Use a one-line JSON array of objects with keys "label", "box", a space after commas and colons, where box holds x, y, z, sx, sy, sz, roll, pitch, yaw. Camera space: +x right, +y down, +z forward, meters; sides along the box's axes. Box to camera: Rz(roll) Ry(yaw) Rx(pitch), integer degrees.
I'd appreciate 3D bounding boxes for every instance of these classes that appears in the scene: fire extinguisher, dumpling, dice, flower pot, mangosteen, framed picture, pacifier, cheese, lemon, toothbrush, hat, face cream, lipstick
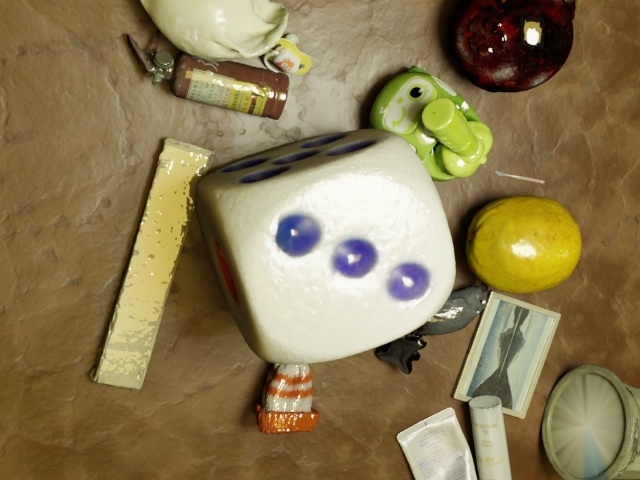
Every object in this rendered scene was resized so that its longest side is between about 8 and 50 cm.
[{"label": "fire extinguisher", "box": [-0.178, -0.257, 1.412, 0.252, 0.106, 0.075, 11, 133, -16]}, {"label": "dumpling", "box": [-0.157, -0.353, 1.360, 0.252, 0.131, 0.179, 29, 49, 13]}, {"label": "dice", "box": [0.000, 0.000, 1.364, 0.304, 0.304, 0.276, -20, 103, -13]}, {"label": "flower pot", "box": [0.539, 0.334, 1.631, 0.203, 0.212, 0.212, 10, 95, -27]}, {"label": "mangosteen", "box": [0.309, -0.332, 1.469, 0.210, 0.210, 0.209, -2, 98, -16]}, {"label": "framed picture", "box": [0.332, 0.204, 1.639, 0.150, 0.015, 0.203, 19, 92, -17]}, {"label": "pacifier", "box": [-0.053, -0.296, 1.446, 0.083, 0.068, 0.064, 35, 53, -34]}, {"label": "cheese", "box": [-0.263, 0.039, 1.437, 0.085, 0.034, 0.400, 18, 92, -20]}, {"label": "lemon", "box": [0.339, 0.005, 1.532, 0.207, 0.170, 0.170, -2, 98, -17]}, {"label": "toothbrush", "box": [0.348, -0.109, 1.602, 0.097, 0.008, 0.006, 9, 109, -18]}, {"label": "hat", "box": [-0.053, 0.228, 1.497, 0.112, 0.094, 0.162, 8, 89, -43]}, {"label": "face cream", "box": [0.226, 0.417, 1.624, 0.114, 0.070, 0.224, -25, 91, -12]}, {"label": "lipstick", "box": [0.307, 0.402, 1.629, 0.059, 0.059, 0.263, -13, 105, -14]}]

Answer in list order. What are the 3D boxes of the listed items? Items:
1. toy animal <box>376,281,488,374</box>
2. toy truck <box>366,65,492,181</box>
[{"label": "toy animal", "box": [0.188, 0.124, 1.567, 0.210, 0.121, 0.117, -33, 61, -26]}, {"label": "toy truck", "box": [0.190, -0.171, 1.457, 0.187, 0.210, 0.148, 38, 86, -35]}]
